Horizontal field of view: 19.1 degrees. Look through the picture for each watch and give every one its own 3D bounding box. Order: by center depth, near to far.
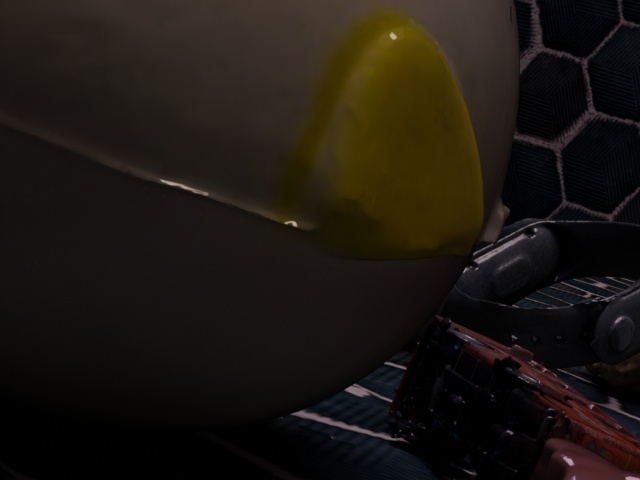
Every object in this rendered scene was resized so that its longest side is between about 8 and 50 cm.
[{"bbox_3d":[0.194,0.038,1.479,0.206,0.068,0.193,-23,24,-37],"label":"watch"}]

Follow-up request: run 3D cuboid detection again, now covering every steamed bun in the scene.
[{"bbox_3d":[-0.074,-0.075,0.796,0.334,0.334,0.374,18,10,4],"label":"steamed bun"}]

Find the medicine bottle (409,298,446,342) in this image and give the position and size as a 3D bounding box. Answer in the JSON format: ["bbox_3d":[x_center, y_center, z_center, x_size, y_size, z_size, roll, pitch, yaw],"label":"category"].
[{"bbox_3d":[0.000,0.000,1.384,0.191,0.107,0.107,17,5,-4],"label":"medicine bottle"}]

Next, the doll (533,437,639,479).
[{"bbox_3d":[0.206,0.131,0.721,0.262,0.093,0.211,19,8,8],"label":"doll"}]

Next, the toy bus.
[{"bbox_3d":[0.099,0.095,0.930,0.096,0.073,0.235,26,3,-12],"label":"toy bus"}]

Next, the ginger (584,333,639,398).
[{"bbox_3d":[0.290,0.093,1.544,0.205,0.081,0.115,4,-9,-29],"label":"ginger"}]
